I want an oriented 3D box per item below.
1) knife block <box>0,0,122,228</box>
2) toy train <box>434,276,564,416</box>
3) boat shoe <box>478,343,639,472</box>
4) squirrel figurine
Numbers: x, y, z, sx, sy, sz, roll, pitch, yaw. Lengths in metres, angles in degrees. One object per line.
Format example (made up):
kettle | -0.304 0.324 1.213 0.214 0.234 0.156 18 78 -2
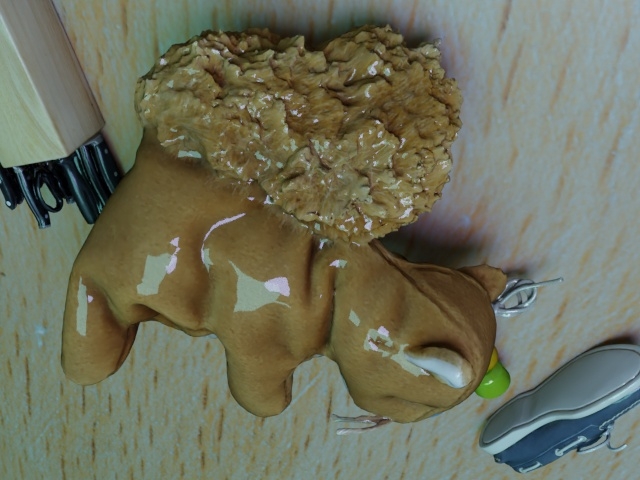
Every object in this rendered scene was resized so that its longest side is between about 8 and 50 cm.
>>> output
knife block | -0.304 -0.147 0.838 0.242 0.088 0.276 32 126 -5
toy train | 0.182 0.128 0.855 0.247 0.105 0.143 -19 125 27
boat shoe | 0.295 0.207 0.866 0.079 0.095 0.254 39 127 -7
squirrel figurine | 0.000 0.000 0.699 0.370 0.281 0.397 23 118 17
